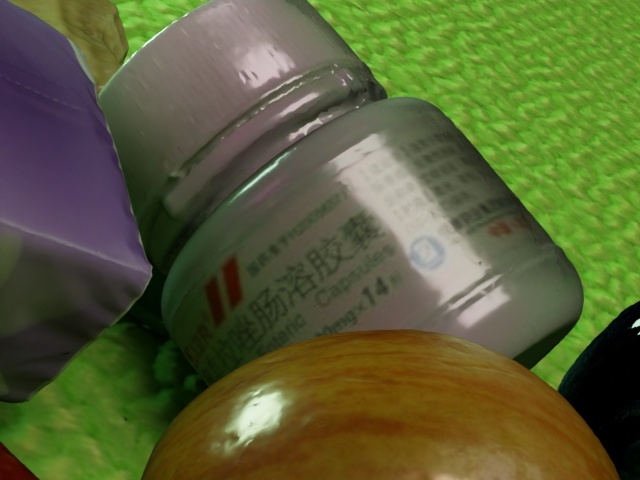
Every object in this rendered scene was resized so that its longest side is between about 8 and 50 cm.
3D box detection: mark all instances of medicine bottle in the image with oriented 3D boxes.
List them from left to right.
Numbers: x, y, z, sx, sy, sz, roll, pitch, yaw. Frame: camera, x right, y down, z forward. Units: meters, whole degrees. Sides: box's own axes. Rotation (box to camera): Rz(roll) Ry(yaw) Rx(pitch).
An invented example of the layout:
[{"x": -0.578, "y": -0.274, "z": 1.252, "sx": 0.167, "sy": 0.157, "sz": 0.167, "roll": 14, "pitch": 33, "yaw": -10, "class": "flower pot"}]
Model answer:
[{"x": 0.000, "y": 0.000, "z": 0.890, "sx": 0.302, "sy": 0.241, "sz": 0.241, "roll": 51, "pitch": 35, "yaw": 14, "class": "medicine bottle"}]

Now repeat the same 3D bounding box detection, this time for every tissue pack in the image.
[{"x": -0.268, "y": -0.064, "z": 0.704, "sx": 0.338, "sy": 0.160, "sz": 0.242, "roll": 22, "pitch": 34, "yaw": -51, "class": "tissue pack"}]

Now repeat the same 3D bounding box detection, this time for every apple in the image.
[{"x": 0.023, "y": 0.182, "z": 0.634, "sx": 0.233, "sy": 0.286, "sz": 0.286, "roll": 7, "pitch": 35, "yaw": -2, "class": "apple"}]

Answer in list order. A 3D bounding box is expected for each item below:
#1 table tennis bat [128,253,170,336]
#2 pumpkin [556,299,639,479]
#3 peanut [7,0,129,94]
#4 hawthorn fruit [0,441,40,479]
[{"x": -0.136, "y": 0.022, "z": 0.964, "sx": 0.160, "sy": 0.039, "sz": 0.257, "roll": 48, "pitch": 30, "yaw": 16, "class": "table tennis bat"}, {"x": 0.329, "y": 0.189, "z": 0.927, "sx": 0.363, "sy": 0.266, "sz": 0.363, "roll": 26, "pitch": 33, "yaw": -19, "class": "pumpkin"}, {"x": -0.235, "y": -0.123, "z": 1.001, "sx": 0.196, "sy": 0.110, "sz": 0.233, "roll": 0, "pitch": 43, "yaw": -22, "class": "peanut"}, {"x": -0.206, "y": 0.208, "z": 0.441, "sx": 0.287, "sy": 0.287, "sz": 0.330, "roll": 42, "pitch": 39, "yaw": 15, "class": "hawthorn fruit"}]
